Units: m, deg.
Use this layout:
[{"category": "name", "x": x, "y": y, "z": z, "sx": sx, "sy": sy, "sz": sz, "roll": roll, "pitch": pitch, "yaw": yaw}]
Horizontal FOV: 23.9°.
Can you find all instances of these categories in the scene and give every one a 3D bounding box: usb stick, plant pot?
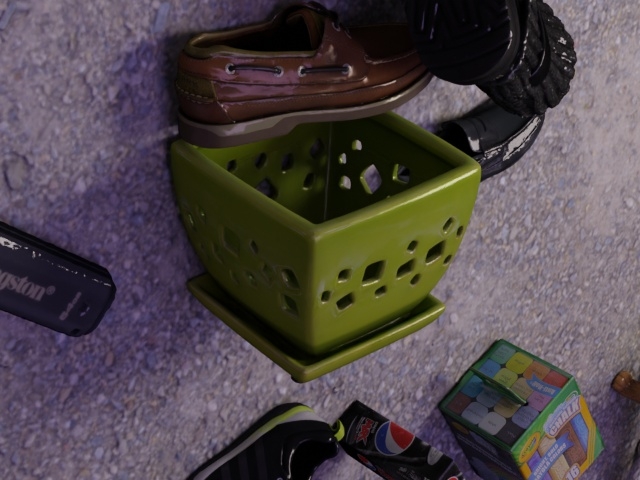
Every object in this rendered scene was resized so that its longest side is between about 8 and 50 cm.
[{"category": "usb stick", "x": -0.297, "y": 0.020, "z": 1.363, "sx": 0.278, "sy": 0.045, "sz": 0.077, "roll": 28, "pitch": 89, "yaw": -48}, {"category": "plant pot", "x": 0.000, "y": 0.000, "z": 1.512, "sx": 0.228, "sy": 0.227, "sz": 0.207, "roll": -22, "pitch": 130, "yaw": -35}]

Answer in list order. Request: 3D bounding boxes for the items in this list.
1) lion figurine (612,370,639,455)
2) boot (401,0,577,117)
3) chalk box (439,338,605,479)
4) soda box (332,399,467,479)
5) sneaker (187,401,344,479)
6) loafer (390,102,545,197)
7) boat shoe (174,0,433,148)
[{"category": "lion figurine", "x": 0.532, "y": 0.304, "z": 2.152, "sx": 0.142, "sy": 0.240, "sz": 0.392, "roll": -29, "pitch": 129, "yaw": -30}, {"category": "boot", "x": 0.158, "y": -0.303, "z": 1.555, "sx": 0.260, "sy": 0.131, "sz": 0.348, "roll": 0, "pitch": 82, "yaw": -66}, {"category": "chalk box", "x": 0.252, "y": 0.224, "z": 1.925, "sx": 0.132, "sy": 0.132, "sz": 0.213, "roll": -45, "pitch": 136, "yaw": -16}, {"category": "soda box", "x": 0.091, "y": 0.252, "z": 1.759, "sx": 0.053, "sy": 0.169, "sz": 0.060, "roll": -48, "pitch": 135, "yaw": -15}, {"category": "sneaker", "x": -0.070, "y": 0.272, "z": 1.670, "sx": 0.235, "sy": 0.097, "sz": 0.084, "roll": -46, "pitch": 134, "yaw": -16}, {"category": "loafer", "x": 0.169, "y": -0.107, "z": 1.717, "sx": 0.223, "sy": 0.076, "sz": 0.078, "roll": -37, "pitch": 140, "yaw": -19}, {"category": "boat shoe", "x": -0.003, "y": -0.179, "z": 1.492, "sx": 0.307, "sy": 0.110, "sz": 0.104, "roll": -22, "pitch": 126, "yaw": -34}]
